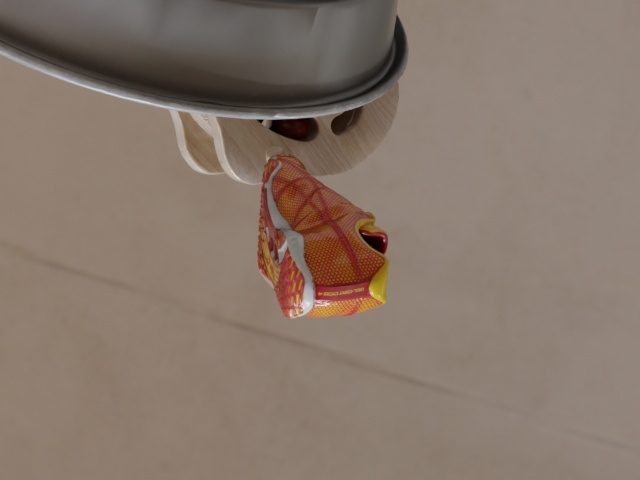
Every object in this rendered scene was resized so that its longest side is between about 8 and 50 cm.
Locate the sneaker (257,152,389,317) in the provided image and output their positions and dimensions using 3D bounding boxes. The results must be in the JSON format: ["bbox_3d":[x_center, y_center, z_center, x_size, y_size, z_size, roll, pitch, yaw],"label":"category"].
[{"bbox_3d":[0.000,0.000,1.035,0.067,0.064,0.175,-2,-154,-11],"label":"sneaker"}]

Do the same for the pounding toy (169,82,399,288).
[{"bbox_3d":[-0.016,-0.113,1.311,0.154,0.269,0.155,-30,-158,-23],"label":"pounding toy"}]

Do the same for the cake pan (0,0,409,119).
[{"bbox_3d":[-0.086,-0.159,0.945,0.293,0.054,0.293,15,-151,-8],"label":"cake pan"}]
